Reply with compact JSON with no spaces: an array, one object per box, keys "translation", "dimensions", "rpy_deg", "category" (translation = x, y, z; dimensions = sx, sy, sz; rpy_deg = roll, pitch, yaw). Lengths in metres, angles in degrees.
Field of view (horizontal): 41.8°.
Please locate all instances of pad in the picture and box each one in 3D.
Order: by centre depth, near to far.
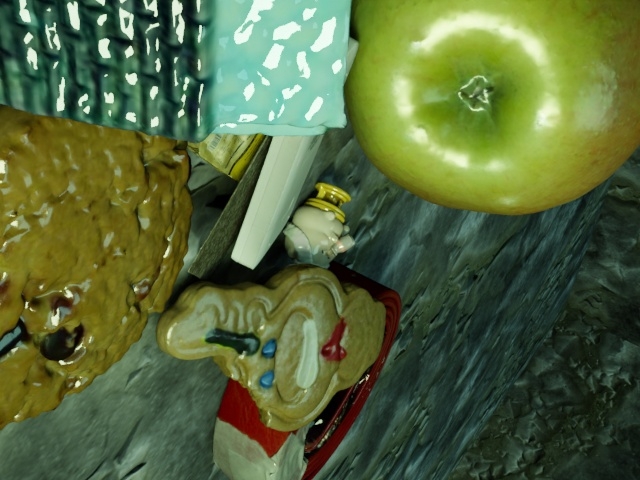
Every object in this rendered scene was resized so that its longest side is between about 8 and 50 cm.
[{"translation":[-0.060,-0.065,0.824],"dimensions":[0.235,0.003,0.158],"rpy_deg":[-61,178,-6],"category":"pad"}]

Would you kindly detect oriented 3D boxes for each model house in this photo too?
[{"translation":[-0.112,-0.189,0.485],"dimensions":[0.241,0.226,0.261],"rpy_deg":[-8,127,-17],"category":"model house"}]

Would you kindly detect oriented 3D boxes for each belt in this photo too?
[{"translation":[-0.020,0.182,1.101],"dimensions":[0.324,0.115,0.227],"rpy_deg":[-57,153,-17],"category":"belt"}]

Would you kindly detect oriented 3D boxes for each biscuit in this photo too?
[{"translation":[-0.190,0.013,0.621],"dimensions":[0.296,0.075,0.296],"rpy_deg":[-46,152,-34],"category":"biscuit"},{"translation":[-0.040,0.110,0.900],"dimensions":[0.320,0.047,0.183],"rpy_deg":[28,81,-46],"category":"biscuit"}]

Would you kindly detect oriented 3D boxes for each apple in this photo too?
[{"translation":[0.184,-0.184,0.858],"dimensions":[0.305,0.338,0.338],"rpy_deg":[-32,143,-65],"category":"apple"}]

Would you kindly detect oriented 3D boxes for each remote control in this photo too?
[{"translation":[-0.028,-0.081,0.814],"dimensions":[0.103,0.034,0.250],"rpy_deg":[-58,175,-45],"category":"remote control"}]

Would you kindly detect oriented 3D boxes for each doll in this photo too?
[{"translation":[0.000,0.000,0.983],"dimensions":[0.127,0.084,0.073],"rpy_deg":[-67,156,-10],"category":"doll"}]

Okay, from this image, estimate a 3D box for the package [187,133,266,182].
[{"translation":[-0.078,-0.095,0.771],"dimensions":[0.071,0.047,0.131],"rpy_deg":[-59,157,-3],"category":"package"}]
